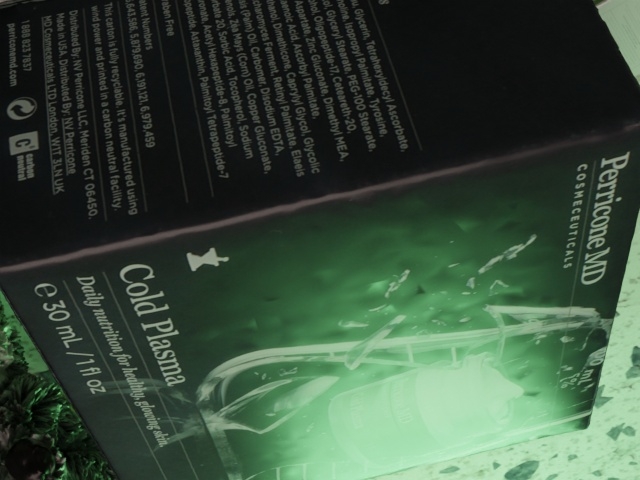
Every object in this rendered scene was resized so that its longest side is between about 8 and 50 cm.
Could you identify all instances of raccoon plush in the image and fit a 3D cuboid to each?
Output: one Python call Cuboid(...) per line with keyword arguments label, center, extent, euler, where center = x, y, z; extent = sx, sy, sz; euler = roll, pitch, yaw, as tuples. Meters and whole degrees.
Cuboid(label="raccoon plush", center=(-0.356, 0.252, 1.324), extent=(0.216, 0.299, 0.446), euler=(-29, 144, 10))

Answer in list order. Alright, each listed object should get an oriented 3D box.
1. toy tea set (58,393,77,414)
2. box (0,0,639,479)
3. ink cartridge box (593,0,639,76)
Cuboid(label="toy tea set", center=(-0.235, 0.230, 1.434), extent=(0.336, 0.124, 0.200), euler=(-28, 103, 23))
Cuboid(label="box", center=(0.000, 0.000, 0.962), extent=(0.472, 0.297, 0.480), euler=(-14, 143, -3))
Cuboid(label="ink cartridge box", center=(0.261, -0.201, 1.077), extent=(0.209, 0.062, 0.109), euler=(-29, 132, 21))
